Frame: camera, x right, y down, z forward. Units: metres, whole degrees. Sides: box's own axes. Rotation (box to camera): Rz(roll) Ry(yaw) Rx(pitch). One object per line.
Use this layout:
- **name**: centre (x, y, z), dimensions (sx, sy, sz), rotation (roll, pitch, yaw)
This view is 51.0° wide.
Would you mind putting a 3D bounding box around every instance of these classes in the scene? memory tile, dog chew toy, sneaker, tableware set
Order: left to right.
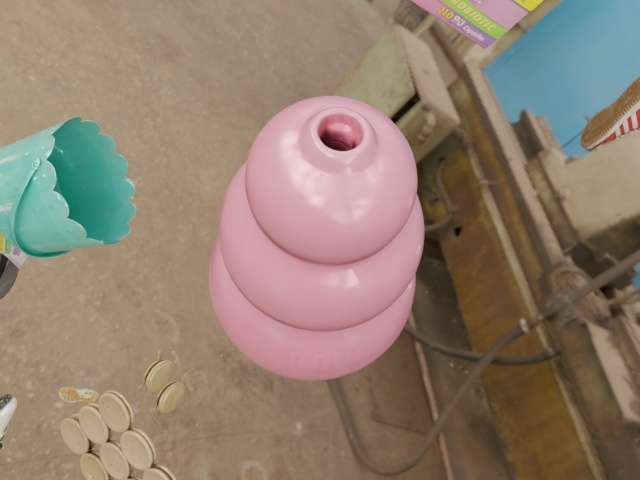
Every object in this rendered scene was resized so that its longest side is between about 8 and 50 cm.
- **sneaker**: centre (-0.638, 0.390, 1.285), dimensions (0.086, 0.237, 0.085), rotation (35, 15, -12)
- **sneaker**: centre (-0.528, 0.338, 1.467), dimensions (0.083, 0.037, 0.032), rotation (11, 84, -7)
- **memory tile**: centre (-0.167, 0.206, 0.586), dimensions (0.148, 0.113, 0.012), rotation (57, 36, 3)
- **tableware set**: centre (-0.391, 0.357, 1.660), dimensions (0.039, 0.194, 0.128), rotation (25, 56, 27)
- **dog chew toy**: centre (0.000, 0.000, 0.597), dimensions (0.206, 0.332, 0.207), rotation (2, 64, -5)
- **sneaker**: centre (0.376, -0.144, 0.808), dimensions (0.067, 0.118, 0.042), rotation (19, 50, -20)

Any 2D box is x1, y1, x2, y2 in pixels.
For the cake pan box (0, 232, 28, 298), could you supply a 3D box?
- **cake pan box**: centre (-0.798, 0.030, 1.488), dimensions (0.246, 0.070, 0.267), rotation (-63, 141, -34)

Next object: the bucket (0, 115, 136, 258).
- **bucket**: centre (-0.533, -0.101, 1.384), dimensions (0.281, 0.183, 0.281), rotation (-13, 90, -74)

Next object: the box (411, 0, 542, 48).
- **box**: centre (0.151, -0.381, 0.749), dimensions (0.213, 0.117, 0.243), rotation (25, 58, -21)
